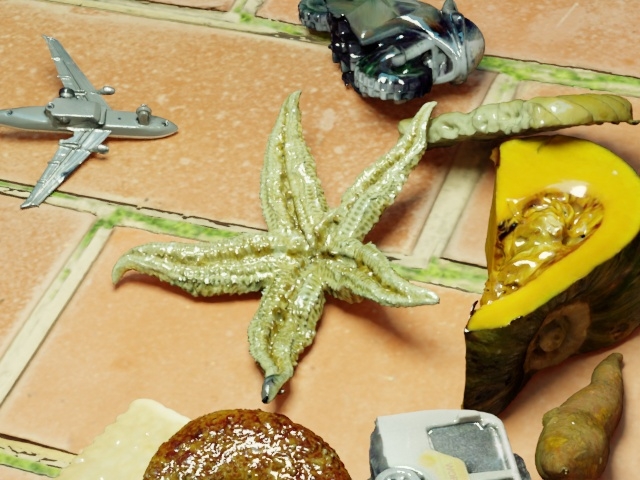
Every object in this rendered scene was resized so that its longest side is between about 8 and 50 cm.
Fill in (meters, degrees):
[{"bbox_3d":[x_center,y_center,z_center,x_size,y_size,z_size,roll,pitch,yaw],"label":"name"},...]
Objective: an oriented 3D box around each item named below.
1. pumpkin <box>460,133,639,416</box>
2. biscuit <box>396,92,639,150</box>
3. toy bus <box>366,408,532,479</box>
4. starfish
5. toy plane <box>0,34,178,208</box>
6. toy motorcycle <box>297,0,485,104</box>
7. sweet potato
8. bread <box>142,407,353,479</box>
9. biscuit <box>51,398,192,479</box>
[{"bbox_3d":[0.185,0.023,1.754,0.280,0.139,0.190,-28,50,-26],"label":"pumpkin"},{"bbox_3d":[0.209,-0.119,1.886,0.187,0.036,0.273,-5,0,-33],"label":"biscuit"},{"bbox_3d":[0.123,0.280,1.510,0.138,0.097,0.342,-8,43,-6],"label":"toy bus"},{"bbox_3d":[0.002,0.001,1.828,0.358,0.078,0.347,-36,42,-13],"label":"starfish"},{"bbox_3d":[-0.267,-0.127,2.027,0.226,0.058,0.226,-2,59,5],"label":"toy plane"},{"bbox_3d":[0.080,-0.223,2.060,0.159,0.106,0.270,-13,32,-13],"label":"toy motorcycle"},{"bbox_3d":[0.227,0.164,1.659,0.068,0.068,0.226,11,27,18],"label":"sweet potato"},{"bbox_3d":[-0.056,0.222,1.592,0.193,0.064,0.193,5,54,-7],"label":"bread"},{"bbox_3d":[-0.172,0.245,1.631,0.160,0.030,0.249,24,50,27],"label":"biscuit"}]
